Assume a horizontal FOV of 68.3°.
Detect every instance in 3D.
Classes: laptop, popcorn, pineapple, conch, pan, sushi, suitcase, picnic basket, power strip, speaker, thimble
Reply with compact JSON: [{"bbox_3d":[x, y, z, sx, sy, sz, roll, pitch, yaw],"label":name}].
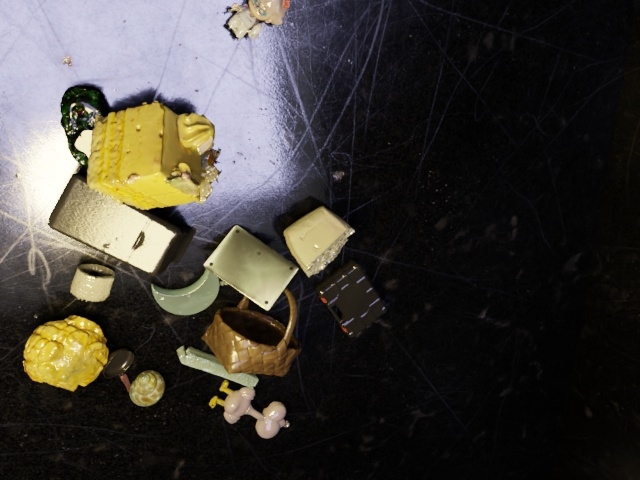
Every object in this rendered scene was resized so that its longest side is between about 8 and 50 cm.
[{"bbox_3d":[-0.232,0.088,1.588,0.269,0.015,0.188,34,67,3],"label":"laptop"},{"bbox_3d":[-0.794,0.350,1.490,0.250,0.190,0.251,-29,135,-34],"label":"popcorn"},{"bbox_3d":[-0.400,-0.222,1.463,0.185,0.114,0.237,-2,115,-21],"label":"pineapple"},{"bbox_3d":[-0.618,0.532,1.691,0.116,0.106,0.173,28,107,-23],"label":"conch"},{"bbox_3d":[-0.699,0.457,1.657,0.114,0.040,0.212,-36,142,-35],"label":"pan"},{"bbox_3d":[-0.645,-0.316,1.319,0.123,0.127,0.225,-9,113,-16],"label":"sushi"},{"bbox_3d":[0.128,0.233,1.878,0.206,0.066,0.286,-36,119,-4],"label":"suitcase"},{"bbox_3d":[-0.199,0.286,1.650,0.337,0.293,0.338,-23,129,-31],"label":"picnic basket"},{"bbox_3d":[-0.441,0.170,1.639,0.253,0.054,0.168,-22,120,-11],"label":"power strip"},{"bbox_3d":[-0.593,-0.044,1.458,0.388,0.184,0.180,30,97,-18],"label":"speaker"},{"bbox_3d":[-0.717,0.133,1.487,0.115,0.102,0.090,20,104,-19],"label":"thimble"}]

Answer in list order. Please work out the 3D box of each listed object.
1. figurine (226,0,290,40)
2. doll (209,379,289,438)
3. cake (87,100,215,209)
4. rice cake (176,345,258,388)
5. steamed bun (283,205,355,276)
[{"bbox_3d":[-0.170,-0.677,1.371,0.228,0.112,0.137,-36,112,11],"label":"figurine"},{"bbox_3d":[-0.265,0.688,1.897,0.365,0.094,0.160,36,85,-31],"label":"doll"},{"bbox_3d":[-0.430,-0.224,1.267,0.285,0.222,0.228,-6,76,18],"label":"cake"},{"bbox_3d":[-0.385,0.477,1.778,0.336,0.066,0.063,33,89,-28],"label":"rice cake"},{"bbox_3d":[0.000,0.000,1.674,0.225,0.200,0.170,-34,159,-8],"label":"steamed bun"}]
